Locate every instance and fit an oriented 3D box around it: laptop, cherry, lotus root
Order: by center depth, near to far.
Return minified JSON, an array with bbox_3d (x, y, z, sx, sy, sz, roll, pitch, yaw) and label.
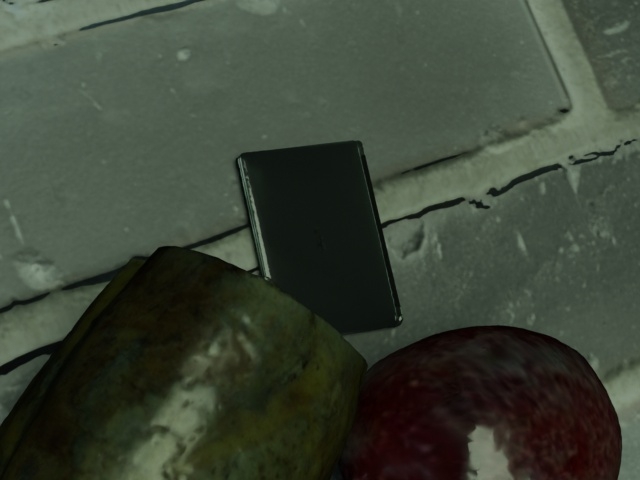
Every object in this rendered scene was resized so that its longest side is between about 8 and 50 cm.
[{"bbox_3d":[-0.130,0.188,1.013,0.250,0.250,0.346,37,71,-8],"label":"lotus root"},{"bbox_3d":[0.140,0.182,1.131,0.300,0.203,0.230,-25,83,-39],"label":"cherry"},{"bbox_3d":[0.000,0.000,1.226,0.129,0.016,0.180,-8,78,-23],"label":"laptop"}]
